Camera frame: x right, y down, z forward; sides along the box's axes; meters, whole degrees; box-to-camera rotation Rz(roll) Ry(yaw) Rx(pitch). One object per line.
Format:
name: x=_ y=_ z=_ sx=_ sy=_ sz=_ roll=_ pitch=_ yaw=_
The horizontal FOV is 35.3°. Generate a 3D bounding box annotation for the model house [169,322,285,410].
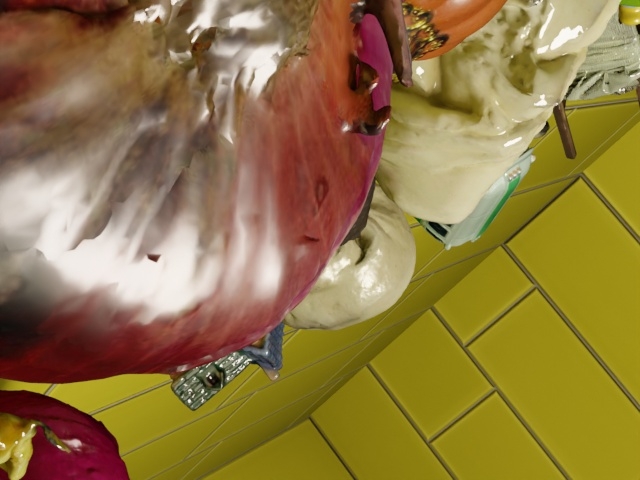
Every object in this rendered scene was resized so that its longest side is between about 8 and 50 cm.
model house: x=-0.137 y=0.136 z=1.384 sx=0.183 sy=0.172 sz=0.166 roll=-36 pitch=168 yaw=-4

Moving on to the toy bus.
toy bus: x=0.212 y=-0.108 z=1.492 sx=0.133 sy=0.165 sz=0.276 roll=-35 pitch=167 yaw=-18

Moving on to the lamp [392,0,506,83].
lamp: x=0.023 y=-0.197 z=0.647 sx=0.223 sy=0.196 sz=0.223 roll=2 pitch=170 yaw=0

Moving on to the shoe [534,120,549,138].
shoe: x=0.160 y=-0.154 z=1.263 sx=0.171 sy=0.132 sz=0.336 roll=-35 pitch=160 yaw=29

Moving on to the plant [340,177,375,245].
plant: x=-0.028 y=-0.078 z=1.036 sx=0.149 sy=0.146 sz=0.274 roll=-48 pitch=165 yaw=-9

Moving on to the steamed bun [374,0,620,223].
steamed bun: x=0.135 y=-0.193 z=0.939 sx=0.320 sy=0.206 sz=0.275 roll=-62 pitch=-176 yaw=-18

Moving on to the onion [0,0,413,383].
onion: x=-0.125 y=-0.108 z=0.443 sx=0.285 sy=0.348 sz=0.347 roll=9 pitch=-157 yaw=40

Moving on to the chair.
chair: x=0.358 y=-0.268 z=1.313 sx=0.319 sy=0.160 sz=0.186 roll=57 pitch=44 yaw=-41

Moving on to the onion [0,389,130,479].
onion: x=-0.402 y=0.317 z=1.004 sx=0.398 sy=0.398 sz=0.420 roll=-40 pitch=145 yaw=7

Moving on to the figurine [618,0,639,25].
figurine: x=0.333 y=-0.327 z=1.032 sx=0.143 sy=0.162 sz=0.263 roll=-69 pitch=153 yaw=-25

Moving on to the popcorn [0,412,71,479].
popcorn: x=-0.330 y=0.132 z=0.823 sx=0.173 sy=0.195 sz=0.168 roll=-28 pitch=172 yaw=-18

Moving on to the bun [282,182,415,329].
bun: x=0.000 y=0.000 z=1.224 sx=0.231 sy=0.231 sz=0.133 roll=-37 pitch=149 yaw=-5
